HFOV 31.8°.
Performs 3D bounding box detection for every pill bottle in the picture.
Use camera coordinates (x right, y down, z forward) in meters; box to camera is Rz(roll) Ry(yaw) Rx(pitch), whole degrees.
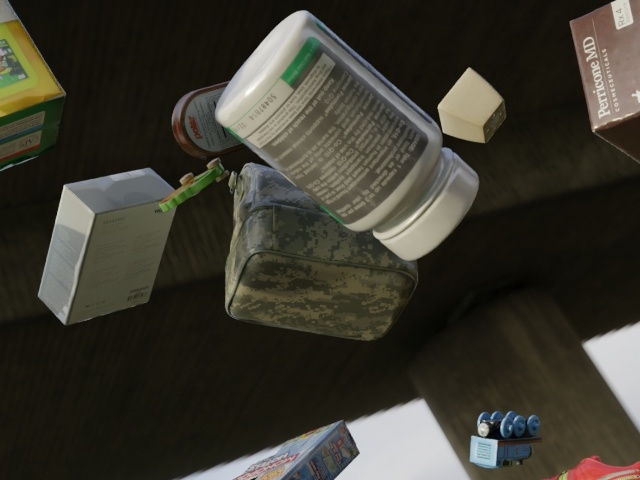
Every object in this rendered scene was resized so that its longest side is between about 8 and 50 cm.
[{"bbox_3d":[0.044,-0.143,1.625,0.204,0.361,0.204,-46,17,18],"label":"pill bottle"}]

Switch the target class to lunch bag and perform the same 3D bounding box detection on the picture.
[{"bbox_3d":[0.000,0.000,1.842,0.305,0.256,0.212,9,-39,-14],"label":"lunch bag"}]

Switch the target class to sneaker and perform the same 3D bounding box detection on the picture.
[{"bbox_3d":[0.397,0.386,1.715,0.279,0.107,0.118,-12,37,44],"label":"sneaker"}]

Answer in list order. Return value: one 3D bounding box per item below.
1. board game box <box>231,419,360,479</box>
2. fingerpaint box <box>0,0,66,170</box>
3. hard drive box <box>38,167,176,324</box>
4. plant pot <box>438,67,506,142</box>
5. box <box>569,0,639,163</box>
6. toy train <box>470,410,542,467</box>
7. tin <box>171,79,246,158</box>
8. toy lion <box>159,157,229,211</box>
[{"bbox_3d":[-0.065,0.344,1.573,0.194,0.060,0.194,-25,5,24],"label":"board game box"},{"bbox_3d":[-0.623,-0.219,1.454,0.445,0.371,0.163,-27,-14,-29],"label":"fingerpaint box"},{"bbox_3d":[-0.354,0.009,1.879,0.181,0.089,0.232,-16,-43,-46],"label":"hard drive box"},{"bbox_3d":[0.310,-0.258,2.245,0.109,0.096,0.109,-51,-24,-12],"label":"plant pot"},{"bbox_3d":[0.457,-0.221,1.428,0.203,0.168,0.167,-21,-25,34],"label":"box"},{"bbox_3d":[0.371,0.397,2.234,0.080,0.105,0.184,5,-2,42],"label":"toy train"},{"bbox_3d":[-0.133,-0.190,1.699,0.190,0.106,0.040,-21,4,-27],"label":"tin"},{"bbox_3d":[-0.201,-0.080,1.731,0.100,0.034,0.096,-25,15,34],"label":"toy lion"}]
